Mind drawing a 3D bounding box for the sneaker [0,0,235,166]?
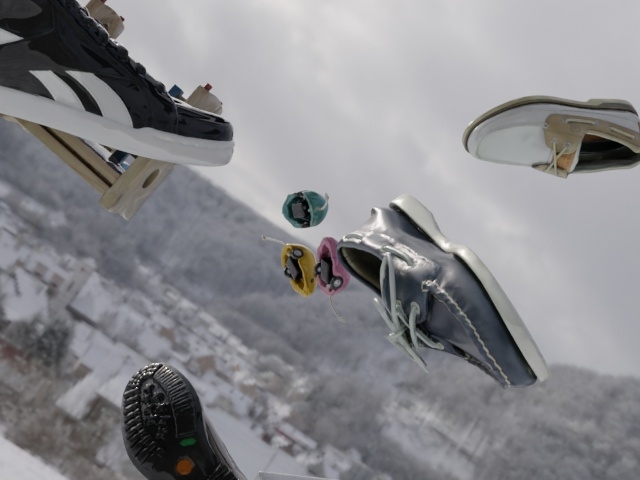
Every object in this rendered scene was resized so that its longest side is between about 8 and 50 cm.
[{"bbox_3d":[-0.139,-0.124,0.580,0.216,0.121,0.079,14,7,-21],"label":"sneaker"}]

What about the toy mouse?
[{"bbox_3d":[0.000,0.000,0.994,0.161,0.031,0.143,57,-35,34],"label":"toy mouse"}]

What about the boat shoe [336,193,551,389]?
[{"bbox_3d":[0.074,0.038,0.690,0.095,0.079,0.254,63,-4,-30],"label":"boat shoe"}]

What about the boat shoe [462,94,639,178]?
[{"bbox_3d":[0.381,-0.160,1.573,0.113,0.302,0.103,94,-15,-49],"label":"boat shoe"}]

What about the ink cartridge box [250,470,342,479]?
[{"bbox_3d":[0.009,0.362,1.030,0.232,0.171,0.168,15,42,-31],"label":"ink cartridge box"}]

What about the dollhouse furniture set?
[{"bbox_3d":[-0.166,-0.103,0.873,0.129,0.129,0.184,41,-2,7],"label":"dollhouse furniture set"}]

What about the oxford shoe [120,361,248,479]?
[{"bbox_3d":[-0.122,0.211,0.930,0.227,0.083,0.096,54,-5,38],"label":"oxford shoe"}]
